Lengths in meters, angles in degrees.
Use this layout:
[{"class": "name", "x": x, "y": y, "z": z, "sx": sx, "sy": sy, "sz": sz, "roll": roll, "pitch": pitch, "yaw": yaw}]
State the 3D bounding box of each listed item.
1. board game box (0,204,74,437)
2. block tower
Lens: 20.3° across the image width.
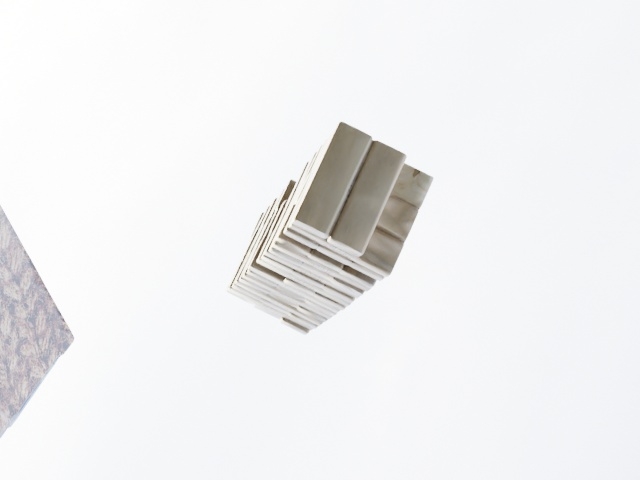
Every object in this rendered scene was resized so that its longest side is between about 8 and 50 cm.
[{"class": "board game box", "x": -0.351, "y": 0.093, "z": 1.150, "sx": 0.291, "sy": 0.141, "sz": 0.232, "roll": -7, "pitch": -147, "yaw": 30}, {"class": "block tower", "x": 0.000, "y": 0.000, "z": 1.519, "sx": 0.097, "sy": 0.091, "sz": 0.335, "roll": -64, "pitch": -174, "yaw": -15}]
